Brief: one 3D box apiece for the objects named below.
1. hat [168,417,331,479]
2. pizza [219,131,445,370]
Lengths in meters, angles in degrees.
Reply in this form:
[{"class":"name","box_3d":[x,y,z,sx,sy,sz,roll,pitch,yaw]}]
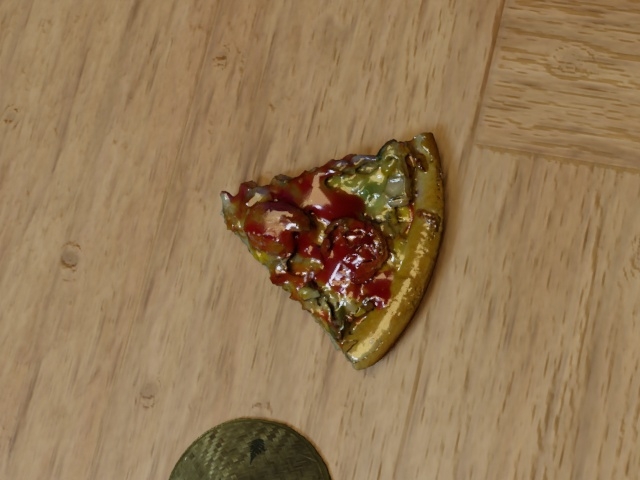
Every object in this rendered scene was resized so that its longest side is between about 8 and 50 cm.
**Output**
[{"class":"hat","box_3d":[-0.065,0.206,1.020,0.146,0.067,0.146,-4,75,14]},{"class":"pizza","box_3d":[0.000,0.000,1.062,0.193,0.053,0.201,5,78,16]}]
